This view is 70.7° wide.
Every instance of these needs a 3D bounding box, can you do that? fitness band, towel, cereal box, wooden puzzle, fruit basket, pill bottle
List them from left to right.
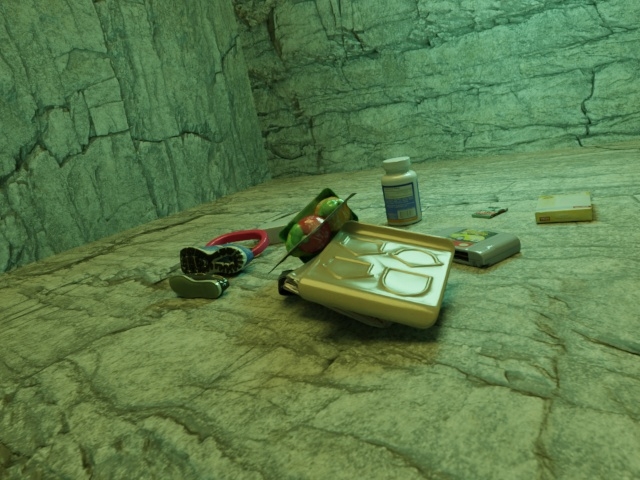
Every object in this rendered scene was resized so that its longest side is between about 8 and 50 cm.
[{"bbox_3d":[-0.361,0.024,1.937,0.291,0.054,0.209,-6,26,20],"label":"fitness band"},{"bbox_3d":[-0.021,-0.045,1.386,0.327,0.165,0.353,-43,-5,10],"label":"fruit basket"},{"bbox_3d":[0.117,0.096,1.235,0.317,0.053,0.332,19,31,29],"label":"towel"},{"bbox_3d":[0.153,0.082,1.133,0.323,0.080,0.347,11,33,18],"label":"wooden puzzle"},{"bbox_3d":[0.339,-0.211,1.914,0.153,0.271,0.152,-11,15,3],"label":"pill bottle"},{"bbox_3d":[0.872,-0.120,1.620,0.173,0.047,0.240,-3,18,31],"label":"cereal box"}]

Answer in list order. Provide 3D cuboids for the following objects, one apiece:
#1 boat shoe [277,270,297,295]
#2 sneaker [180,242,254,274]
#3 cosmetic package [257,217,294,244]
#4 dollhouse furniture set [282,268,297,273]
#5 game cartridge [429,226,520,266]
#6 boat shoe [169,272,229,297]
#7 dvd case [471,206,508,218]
[{"bbox_3d":[-0.016,0.132,1.327,0.229,0.080,0.076,1,45,5],"label":"boat shoe"},{"bbox_3d":[-0.406,0.078,1.765,0.330,0.129,0.147,-1,4,24],"label":"sneaker"},{"bbox_3d":[-0.164,-0.044,2.050,0.231,0.085,0.117,-11,15,10],"label":"cosmetic package"},{"bbox_3d":[-0.066,0.122,1.486,0.076,0.058,0.152,-12,-6,27],"label":"dollhouse furniture set"},{"bbox_3d":[0.466,0.012,1.439,0.196,0.060,0.294,-15,15,-29],"label":"game cartridge"},{"bbox_3d":[-0.415,0.151,1.541,0.228,0.081,0.069,5,18,27],"label":"boat shoe"},{"bbox_3d":[0.678,-0.113,1.805,0.120,0.013,0.087,-22,18,-31],"label":"dvd case"}]
